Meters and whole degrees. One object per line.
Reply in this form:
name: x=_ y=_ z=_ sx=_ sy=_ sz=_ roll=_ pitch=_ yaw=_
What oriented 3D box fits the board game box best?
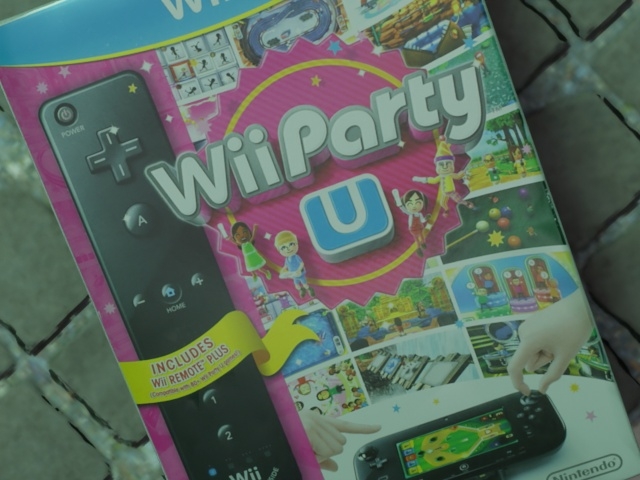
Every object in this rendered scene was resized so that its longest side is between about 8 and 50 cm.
board game box: x=0.000 y=0.000 z=0.584 sx=0.224 sy=0.097 sz=0.303 roll=-20 pitch=99 yaw=6
